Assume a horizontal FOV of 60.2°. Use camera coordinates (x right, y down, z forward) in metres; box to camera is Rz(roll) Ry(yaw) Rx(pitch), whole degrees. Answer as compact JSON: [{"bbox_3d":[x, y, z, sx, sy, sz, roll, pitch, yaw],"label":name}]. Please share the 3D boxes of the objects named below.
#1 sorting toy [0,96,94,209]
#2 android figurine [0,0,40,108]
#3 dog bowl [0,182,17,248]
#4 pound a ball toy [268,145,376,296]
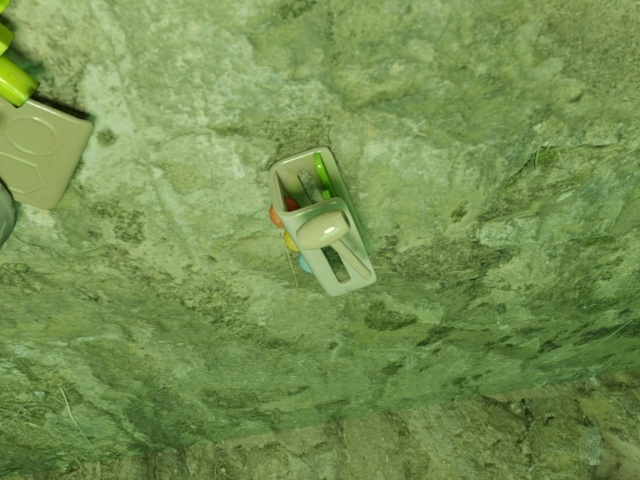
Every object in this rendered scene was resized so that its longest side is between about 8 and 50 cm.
[{"bbox_3d":[-0.441,-0.137,0.754,0.208,0.038,0.193,18,135,-31],"label":"sorting toy"},{"bbox_3d":[-0.458,-0.223,0.589,0.248,0.056,0.273,-37,126,16],"label":"android figurine"},{"bbox_3d":[-0.622,-0.026,0.760,0.348,0.102,0.349,-3,149,-2],"label":"dog bowl"},{"bbox_3d":[0.000,0.000,0.938,0.135,0.208,0.319,-19,145,8],"label":"pound a ball toy"}]
